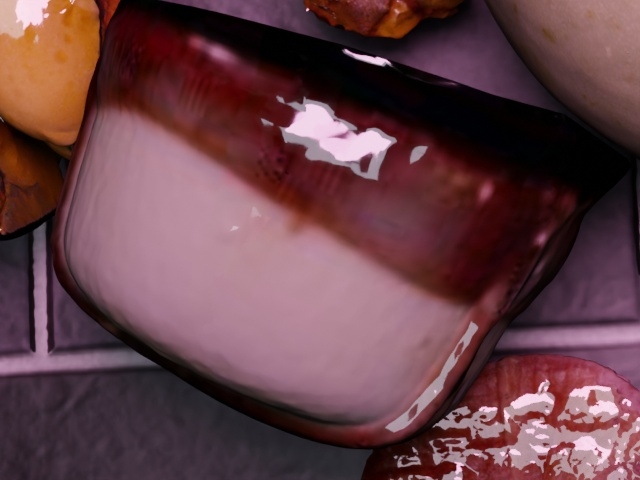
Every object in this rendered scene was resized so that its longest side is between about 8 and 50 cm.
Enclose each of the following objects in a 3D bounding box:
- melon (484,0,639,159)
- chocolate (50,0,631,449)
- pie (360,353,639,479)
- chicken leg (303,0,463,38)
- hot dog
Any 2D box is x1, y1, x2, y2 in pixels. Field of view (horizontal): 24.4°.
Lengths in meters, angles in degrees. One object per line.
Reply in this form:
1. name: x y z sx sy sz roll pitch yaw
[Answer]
1. melon: 0.201 -0.167 0.740 0.308 0.272 0.272 36 92 8
2. chocolate: 0.000 0.000 0.765 0.283 0.283 0.186 16 94 13
3. pie: 0.117 0.172 0.824 0.204 0.054 0.219 6 87 12
4. chicken leg: 0.046 -0.261 0.878 0.113 0.093 0.304 7 77 -5
5. hot dog: -0.162 -0.174 0.851 0.107 0.194 0.326 -14 94 16
